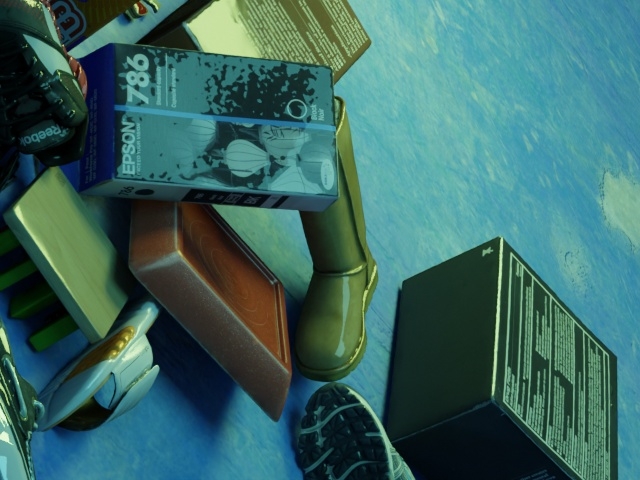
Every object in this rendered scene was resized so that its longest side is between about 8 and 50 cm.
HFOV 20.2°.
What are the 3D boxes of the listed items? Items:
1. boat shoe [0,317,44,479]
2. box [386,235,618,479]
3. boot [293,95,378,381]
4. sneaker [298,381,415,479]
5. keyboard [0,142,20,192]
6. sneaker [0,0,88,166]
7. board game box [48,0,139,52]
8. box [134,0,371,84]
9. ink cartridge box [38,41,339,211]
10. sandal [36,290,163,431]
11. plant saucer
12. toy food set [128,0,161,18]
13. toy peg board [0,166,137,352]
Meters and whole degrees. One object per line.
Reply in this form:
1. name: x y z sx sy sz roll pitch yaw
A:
1. boat shoe: -0.312 0.154 1.667 0.119 0.121 0.335 -2 69 -52
2. box: 0.247 0.209 2.399 0.294 0.183 0.296 45 35 -31
3. boot: 0.000 0.000 2.158 0.236 0.089 0.269 -76 161 -48
4. sneaker: 0.062 0.298 2.169 0.283 0.110 0.122 66 15 -5
5. keyboard: -0.349 -0.094 1.866 0.100 0.038 0.192 53 34 -20
6. sneaker: -0.299 -0.166 1.806 0.276 0.098 0.135 67 7 -60
7. board game box: -0.216 -0.493 2.008 0.356 0.356 0.356 52 34 -13
8. box: -0.091 -0.231 2.247 0.191 0.143 0.381 58 31 -12
9. ink cartridge box: -0.144 -0.126 1.989 0.333 0.065 0.165 3 73 -19
10. sandal: -0.206 0.133 1.859 0.076 0.102 0.265 55 31 -12
11. plant saucer: -0.115 0.044 2.028 0.259 0.048 0.258 48 16 -25
12. toy food set: -0.248 -0.316 2.182 0.122 0.019 0.078 55 33 -16
13. toy peg board: -0.283 0.025 1.864 0.161 0.079 0.160 57 17 -13
